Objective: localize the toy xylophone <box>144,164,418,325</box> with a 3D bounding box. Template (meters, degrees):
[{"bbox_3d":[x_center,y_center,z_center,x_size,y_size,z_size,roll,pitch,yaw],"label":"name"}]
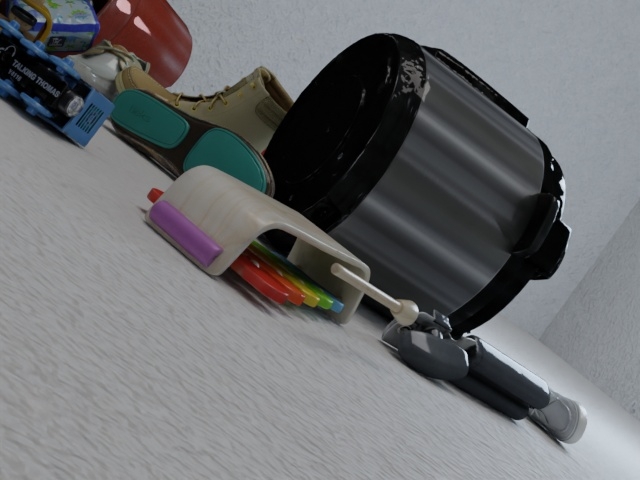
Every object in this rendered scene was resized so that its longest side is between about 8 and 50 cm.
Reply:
[{"bbox_3d":[-0.034,0.022,1.209,0.236,0.081,0.323,38,6,38],"label":"toy xylophone"}]

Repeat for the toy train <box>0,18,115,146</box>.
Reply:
[{"bbox_3d":[-0.331,-0.187,1.309,0.184,0.080,0.105,34,-5,25],"label":"toy train"}]

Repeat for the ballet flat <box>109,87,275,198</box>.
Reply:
[{"bbox_3d":[-0.173,-0.122,1.629,0.316,0.107,0.106,38,-8,27],"label":"ballet flat"}]

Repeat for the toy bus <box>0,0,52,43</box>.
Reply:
[{"bbox_3d":[-0.442,-0.315,1.632,0.202,0.104,0.191,36,5,24],"label":"toy bus"}]

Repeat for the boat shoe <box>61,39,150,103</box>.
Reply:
[{"bbox_3d":[-0.360,-0.280,1.861,0.113,0.103,0.302,35,5,0],"label":"boat shoe"}]

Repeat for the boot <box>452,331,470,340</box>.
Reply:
[{"bbox_3d":[0.205,0.115,1.856,0.121,0.099,0.045,35,3,2],"label":"boot"}]

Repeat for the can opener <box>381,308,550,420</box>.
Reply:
[{"bbox_3d":[0.194,0.178,1.464,0.283,0.076,0.095,33,37,-31],"label":"can opener"}]

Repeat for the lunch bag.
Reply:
[{"bbox_3d":[-0.444,-0.358,1.854,0.129,0.096,0.151,-5,15,-25],"label":"lunch bag"}]

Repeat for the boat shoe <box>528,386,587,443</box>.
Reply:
[{"bbox_3d":[0.338,0.249,1.686,0.063,0.066,0.184,19,11,-15],"label":"boat shoe"}]

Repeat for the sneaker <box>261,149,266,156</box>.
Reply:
[{"bbox_3d":[-0.106,-0.145,2.174,0.279,0.118,0.107,38,5,9],"label":"sneaker"}]

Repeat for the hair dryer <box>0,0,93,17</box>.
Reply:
[{"bbox_3d":[-0.549,-0.477,1.965,0.080,0.293,0.223,-72,149,-50],"label":"hair dryer"}]

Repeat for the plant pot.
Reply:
[{"bbox_3d":[-0.400,-0.413,2.151,0.272,0.272,0.265,38,-3,39],"label":"plant pot"}]

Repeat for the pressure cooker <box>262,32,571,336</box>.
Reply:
[{"bbox_3d":[0.152,-0.059,1.688,0.420,0.375,0.370,33,30,-24],"label":"pressure cooker"}]

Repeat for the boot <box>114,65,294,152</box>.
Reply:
[{"bbox_3d":[-0.175,-0.223,1.789,0.262,0.203,0.095,43,29,-19],"label":"boot"}]
